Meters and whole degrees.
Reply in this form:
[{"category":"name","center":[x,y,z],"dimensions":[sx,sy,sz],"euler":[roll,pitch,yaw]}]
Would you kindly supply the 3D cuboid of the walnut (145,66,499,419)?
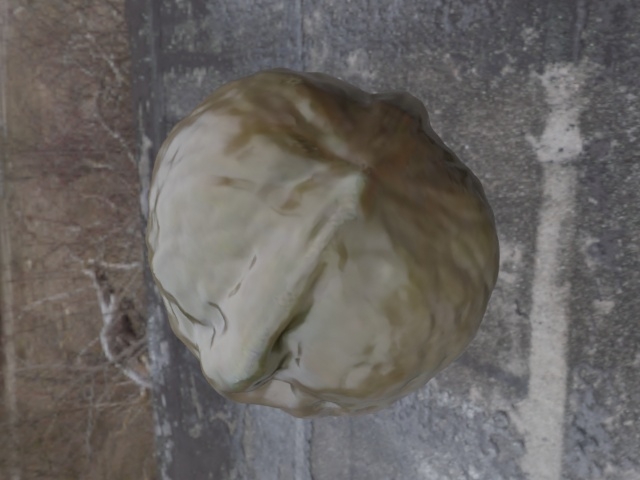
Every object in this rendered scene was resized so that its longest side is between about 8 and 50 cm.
[{"category":"walnut","center":[-0.002,0.001,0.530],"dimensions":[0.248,0.248,0.248],"euler":[11,103,52]}]
